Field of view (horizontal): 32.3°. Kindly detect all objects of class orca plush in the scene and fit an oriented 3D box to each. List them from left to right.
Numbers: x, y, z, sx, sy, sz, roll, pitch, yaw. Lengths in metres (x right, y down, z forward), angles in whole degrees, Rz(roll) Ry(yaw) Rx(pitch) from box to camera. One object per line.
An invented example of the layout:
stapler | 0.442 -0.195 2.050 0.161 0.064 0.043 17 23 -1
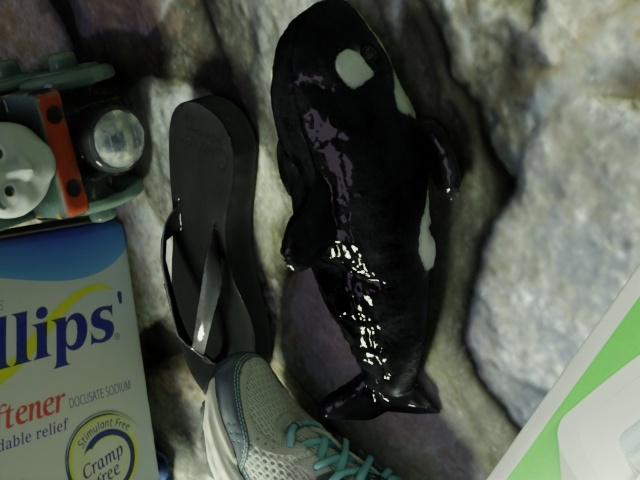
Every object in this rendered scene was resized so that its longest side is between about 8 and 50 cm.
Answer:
orca plush | 0.000 0.000 0.706 0.151 0.102 0.287 25 126 36

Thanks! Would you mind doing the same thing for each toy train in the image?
toy train | -0.291 -0.068 0.908 0.334 0.190 0.142 6 114 45

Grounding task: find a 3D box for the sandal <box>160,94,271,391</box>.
sandal | -0.093 0.015 0.847 0.097 0.054 0.255 19 122 40

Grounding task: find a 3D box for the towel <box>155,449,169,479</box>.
towel | -0.274 0.229 1.165 0.336 0.040 0.243 33 132 33

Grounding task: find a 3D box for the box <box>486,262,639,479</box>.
box | 0.213 0.009 0.393 0.127 0.231 0.262 44 136 22

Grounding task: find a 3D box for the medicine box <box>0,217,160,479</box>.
medicine box | -0.290 0.142 0.921 0.149 0.263 0.289 -1 98 43

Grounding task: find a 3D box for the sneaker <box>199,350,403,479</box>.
sneaker | 0.025 0.191 0.799 0.122 0.110 0.283 -36 85 31
